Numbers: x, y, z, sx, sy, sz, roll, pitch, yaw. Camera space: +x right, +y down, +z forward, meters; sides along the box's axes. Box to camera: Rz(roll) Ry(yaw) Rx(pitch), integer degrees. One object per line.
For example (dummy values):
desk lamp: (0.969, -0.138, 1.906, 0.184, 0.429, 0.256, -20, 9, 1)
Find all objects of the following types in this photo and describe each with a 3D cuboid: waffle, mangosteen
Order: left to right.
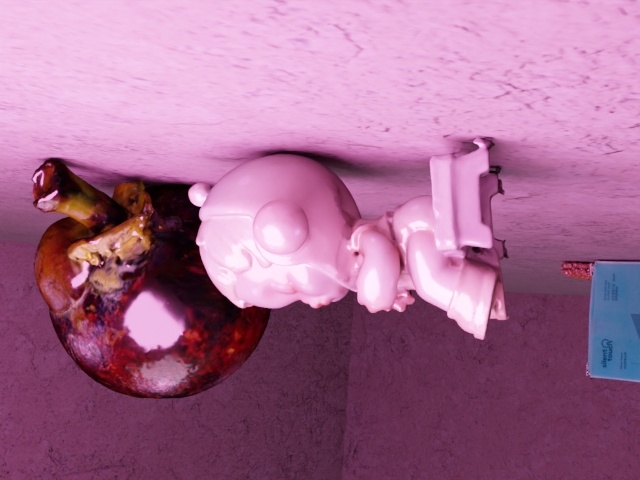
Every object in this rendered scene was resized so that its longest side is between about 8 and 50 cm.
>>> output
mangosteen: (-0.176, 0.030, 0.865, 0.231, 0.231, 0.289, 2, 149, 23)
waffle: (0.474, 0.055, 1.574, 0.083, 0.029, 0.075, 7, 173, 5)

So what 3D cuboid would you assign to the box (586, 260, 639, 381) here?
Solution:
box: (0.601, 0.137, 1.406, 0.311, 0.205, 0.118, -2, 170, 44)

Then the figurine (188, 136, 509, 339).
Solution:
figurine: (0.009, -0.008, 0.651, 0.256, 0.145, 0.182, 0, -165, 17)
